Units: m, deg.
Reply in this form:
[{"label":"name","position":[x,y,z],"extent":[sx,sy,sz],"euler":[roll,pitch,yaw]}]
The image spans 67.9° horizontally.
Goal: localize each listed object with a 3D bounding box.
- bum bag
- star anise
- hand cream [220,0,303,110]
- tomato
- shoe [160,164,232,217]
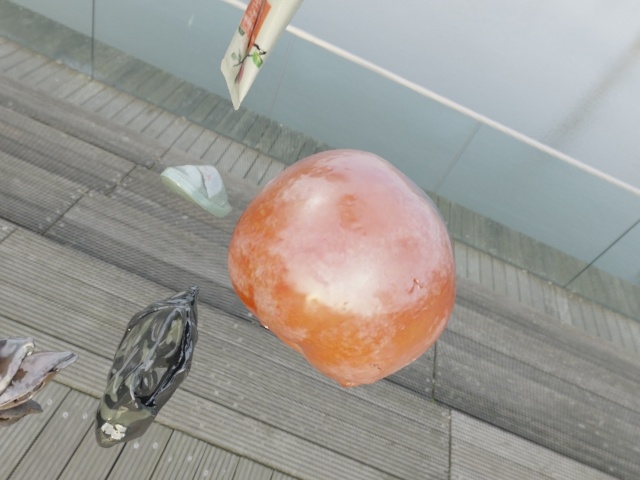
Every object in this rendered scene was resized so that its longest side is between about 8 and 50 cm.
[{"label":"bum bag","position":[-0.204,0.129,0.598],"extent":[0.095,0.340,0.144],"euler":[27,85,-9]},{"label":"star anise","position":[-0.341,0.156,0.455],"extent":[0.065,0.195,0.182],"euler":[31,4,25]},{"label":"hand cream","position":[-0.030,-0.225,0.415],"extent":[0.050,0.234,0.080],"euler":[10,45,-37]},{"label":"tomato","position":[0.025,0.019,0.433],"extent":[0.208,0.208,0.184],"euler":[37,75,11]},{"label":"shoe","position":[-0.268,-0.126,1.100],"extent":[0.103,0.251,0.100],"euler":[32,86,16]}]
